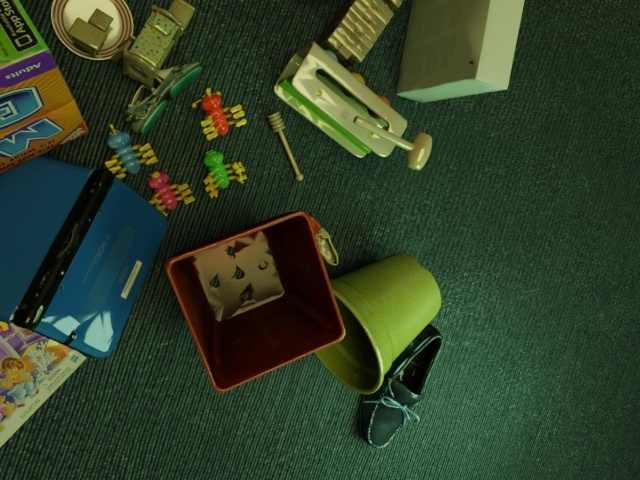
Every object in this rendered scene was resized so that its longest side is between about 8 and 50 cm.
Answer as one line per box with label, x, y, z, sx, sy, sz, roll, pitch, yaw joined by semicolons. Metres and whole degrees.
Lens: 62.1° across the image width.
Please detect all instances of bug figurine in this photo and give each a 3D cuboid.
bug figurine;-0.275;-0.168;1.051;0.279;0.072;0.216;-28;127;-20

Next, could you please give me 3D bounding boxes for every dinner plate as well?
dinner plate;-0.426;-0.410;0.996;0.141;0.017;0.141;-4;100;-24

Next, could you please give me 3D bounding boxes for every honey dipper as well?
honey dipper;-0.073;-0.205;1.176;0.030;0.030;0.160;-30;110;-17

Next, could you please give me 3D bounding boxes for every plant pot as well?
plant pot;-0.143;0.092;1.066;0.267;0.236;0.267;-21;106;-14
plant pot;0.126;0.159;1.209;0.254;0.276;0.276;-30;109;-30

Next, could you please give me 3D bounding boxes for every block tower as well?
block tower;0.122;-0.538;1.182;0.091;0.097;0.335;37;84;-24

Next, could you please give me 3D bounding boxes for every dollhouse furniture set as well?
dollhouse furniture set;-0.337;-0.408;0.965;0.161;0.101;0.181;28;76;-17

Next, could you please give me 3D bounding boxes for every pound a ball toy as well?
pound a ball toy;0.085;-0.289;1.136;0.319;0.208;0.135;32;84;-24

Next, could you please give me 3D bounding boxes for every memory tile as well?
memory tile;-0.064;0.057;1.227;0.113;0.012;0.148;-46;112;-12

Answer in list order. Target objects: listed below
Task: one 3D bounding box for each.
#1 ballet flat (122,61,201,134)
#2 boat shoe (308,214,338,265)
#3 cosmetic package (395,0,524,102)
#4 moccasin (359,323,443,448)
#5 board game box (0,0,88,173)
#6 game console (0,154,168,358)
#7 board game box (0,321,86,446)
ballet flat;-0.314;-0.294;1.040;0.070;0.070;0.188;43;76;-23
boat shoe;0.000;0.000;1.230;0.049;0.043;0.137;-33;108;-14
cosmetic package;0.310;-0.510;1.163;0.097;0.284;0.377;8;95;-25
moccasin;0.198;0.362;1.328;0.138;0.117;0.342;21;89;-25
board game box;-0.593;-0.268;0.716;0.356;0.356;0.356;-32;95;-17
game console;-0.450;0.023;0.923;0.250;0.173;0.293;48;51;-48
board game box;-0.643;0.265;0.962;0.347;0.078;0.233;-48;112;-11
